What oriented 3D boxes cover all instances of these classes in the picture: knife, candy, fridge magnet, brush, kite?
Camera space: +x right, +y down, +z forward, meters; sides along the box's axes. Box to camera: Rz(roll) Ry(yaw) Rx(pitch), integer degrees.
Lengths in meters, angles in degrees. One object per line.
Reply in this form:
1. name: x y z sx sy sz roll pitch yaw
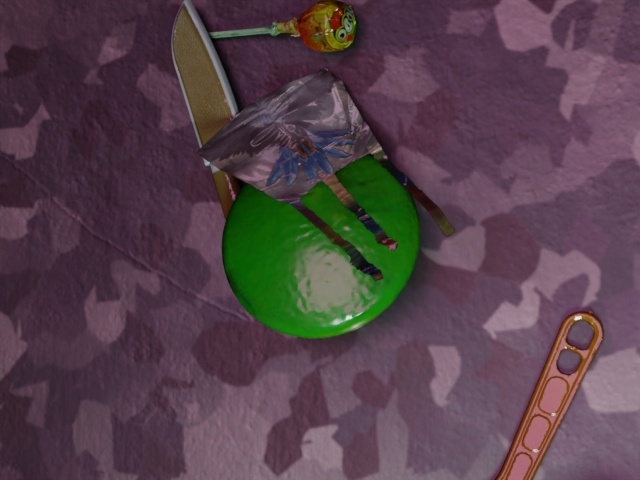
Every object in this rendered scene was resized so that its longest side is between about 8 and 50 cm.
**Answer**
1. knife: -0.104 -0.108 1.330 0.061 0.027 0.343 -26 76 30
2. candy: -0.054 -0.229 1.325 0.201 0.060 0.060 1 83 27
3. fridge magnet: 0.000 0.000 1.241 0.208 0.088 0.208 -4 71 13
4. brush: 0.201 0.212 1.195 0.090 0.017 0.314 24 90 17
5. kite: 0.016 -0.076 1.216 0.169 0.015 0.310 -37 49 -15
